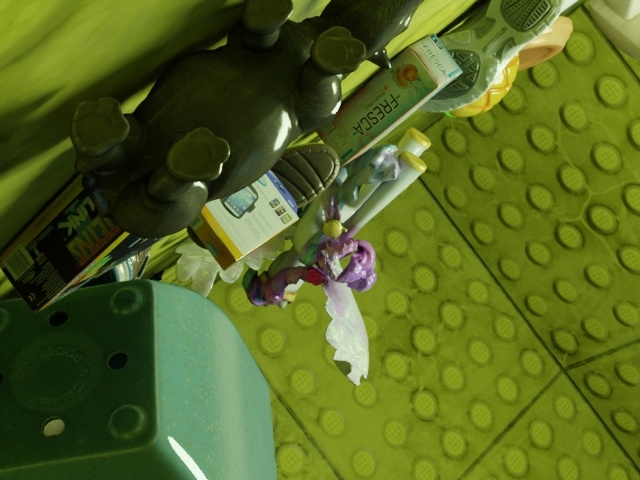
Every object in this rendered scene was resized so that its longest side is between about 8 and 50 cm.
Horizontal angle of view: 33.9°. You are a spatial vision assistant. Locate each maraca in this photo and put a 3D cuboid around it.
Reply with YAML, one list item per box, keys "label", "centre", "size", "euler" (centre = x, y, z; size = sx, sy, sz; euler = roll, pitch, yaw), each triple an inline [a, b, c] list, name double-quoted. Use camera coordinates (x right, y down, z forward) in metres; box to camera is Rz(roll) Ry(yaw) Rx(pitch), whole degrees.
- label: "maraca"
  centre: [0.219, -0.244, 1.395]
  size: [0.185, 0.099, 0.127]
  euler: [-56, 161, 7]

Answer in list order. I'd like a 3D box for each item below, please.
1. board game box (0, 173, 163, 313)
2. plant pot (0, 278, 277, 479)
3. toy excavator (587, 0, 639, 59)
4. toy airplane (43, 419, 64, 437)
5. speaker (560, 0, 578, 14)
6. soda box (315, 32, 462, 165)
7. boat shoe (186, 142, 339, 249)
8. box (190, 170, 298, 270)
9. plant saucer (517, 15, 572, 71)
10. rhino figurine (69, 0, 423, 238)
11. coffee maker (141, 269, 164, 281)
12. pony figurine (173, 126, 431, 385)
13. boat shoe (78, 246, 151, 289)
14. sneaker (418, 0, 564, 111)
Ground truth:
- label: "board game box"
  centre: [-0.109, -0.034, 0.679]
  size: [0.170, 0.048, 0.141]
  euler: [-37, 178, 36]
- label: "plant pot"
  centre: [-0.172, 0.165, 0.840]
  size: [0.248, 0.247, 0.252]
  euler: [-9, 141, 1]
- label: "toy excavator"
  centre: [0.472, -0.355, 1.348]
  size: [0.222, 0.433, 0.445]
  euler: [-41, -138, 1]
- label: "toy airplane"
  centre: [-0.408, 0.327, 1.541]
  size: [0.386, 0.272, 0.384]
  euler: [7, -153, 32]
- label: "speaker"
  centre: [0.354, -0.367, 1.560]
  size: [0.136, 0.055, 0.055]
  euler: [-37, 180, -18]
- label: "soda box"
  centre: [0.076, -0.161, 1.224]
  size: [0.183, 0.058, 0.063]
  euler: [-36, 180, 44]
- label: "boat shoe"
  centre: [-0.069, -0.057, 1.199]
  size: [0.190, 0.068, 0.072]
  euler: [-27, -170, -8]
- label: "box"
  centre: [-0.080, -0.030, 1.104]
  size: [0.028, 0.081, 0.136]
  euler: [-37, 179, 37]
- label: "plant saucer"
  centre: [0.273, -0.274, 1.538]
  size: [0.200, 0.037, 0.200]
  euler: [-14, 176, -1]
- label: "rhino figurine"
  centre: [-0.023, -0.085, 0.544]
  size: [0.243, 0.073, 0.106]
  euler: [-38, 176, -24]
- label: "coffee maker"
  centre: [-0.241, 0.154, 1.507]
  size: [0.171, 0.178, 0.120]
  euler: [-37, 180, -21]
- label: "pony figurine"
  centre: [0.000, 0.000, 1.464]
  size: [0.363, 0.303, 0.351]
  euler: [-53, -176, 17]
- label: "boat shoe"
  centre: [-0.193, 0.043, 0.930]
  size: [0.066, 0.066, 0.183]
  euler: [-38, -179, -39]
- label: "sneaker"
  centre: [0.202, -0.238, 1.267]
  size: [0.232, 0.090, 0.115]
  euler: [-36, -177, 26]
